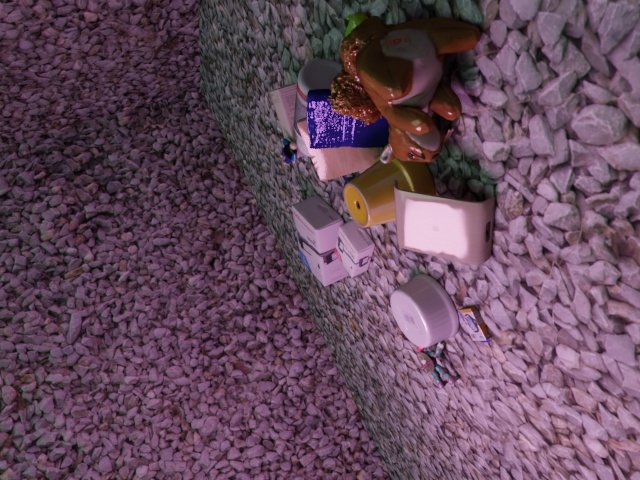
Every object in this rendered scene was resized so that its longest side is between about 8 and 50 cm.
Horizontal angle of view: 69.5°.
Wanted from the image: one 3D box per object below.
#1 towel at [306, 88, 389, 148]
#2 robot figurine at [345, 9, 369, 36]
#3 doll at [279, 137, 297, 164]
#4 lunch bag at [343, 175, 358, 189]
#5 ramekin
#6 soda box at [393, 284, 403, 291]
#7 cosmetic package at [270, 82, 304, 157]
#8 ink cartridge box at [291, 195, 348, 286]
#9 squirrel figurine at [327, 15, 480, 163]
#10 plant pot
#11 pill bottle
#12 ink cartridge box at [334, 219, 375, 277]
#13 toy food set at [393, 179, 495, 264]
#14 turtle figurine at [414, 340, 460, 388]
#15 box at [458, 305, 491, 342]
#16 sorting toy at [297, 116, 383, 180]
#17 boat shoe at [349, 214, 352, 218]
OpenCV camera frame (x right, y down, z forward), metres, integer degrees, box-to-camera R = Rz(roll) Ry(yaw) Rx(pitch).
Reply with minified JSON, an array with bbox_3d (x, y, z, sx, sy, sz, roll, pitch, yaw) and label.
[{"bbox_3d":[0.109,-0.407,1.528,0.227,0.308,0.076,90,179,-53],"label":"towel"},{"bbox_3d":[0.119,-0.683,1.485,0.115,0.067,0.101,130,134,-70],"label":"robot figurine"},{"bbox_3d":[-0.142,-0.403,2.073,0.129,0.046,0.189,65,161,-1],"label":"doll"},{"bbox_3d":[0.142,-0.233,1.976,0.098,0.065,0.067,105,153,-63],"label":"lunch bag"},{"bbox_3d":[0.395,0.280,1.801,0.277,0.135,0.277,53,157,34],"label":"ramekin"},{"bbox_3d":[0.365,0.287,2.008,0.063,0.058,0.183,40,148,52],"label":"soda box"},{"bbox_3d":[-0.098,-0.549,2.095,0.113,0.160,0.309,26,136,62],"label":"cosmetic package"},{"bbox_3d":[0.000,0.000,2.478,0.285,0.166,0.395,45,152,45],"label":"ink cartridge box"},{"bbox_3d":[0.213,-0.403,1.297,0.397,0.281,0.370,38,164,34],"label":"squirrel figurine"},{"bbox_3d":[0.219,-0.163,1.581,0.254,0.239,0.254,54,159,33],"label":"plant pot"},{"bbox_3d":[0.002,-0.499,1.803,0.210,0.210,0.363,59,160,21],"label":"pill bottle"},{"bbox_3d":[0.159,0.038,2.198,0.172,0.100,0.237,56,159,26],"label":"ink cartridge box"},{"bbox_3d":[0.367,-0.063,1.404,0.306,0.092,0.219,14,132,29],"label":"toy food set"},{"bbox_3d":[0.464,0.495,1.921,0.234,0.118,0.175,56,160,11],"label":"turtle figurine"},{"bbox_3d":[0.537,0.296,1.602,0.136,0.028,0.081,66,161,6],"label":"box"},{"bbox_3d":[0.080,-0.372,1.666,0.089,0.255,0.257,-90,-19,-49],"label":"sorting toy"},{"bbox_3d":[0.183,-0.146,1.920,0.079,0.095,0.254,65,160,-3],"label":"boat shoe"}]
